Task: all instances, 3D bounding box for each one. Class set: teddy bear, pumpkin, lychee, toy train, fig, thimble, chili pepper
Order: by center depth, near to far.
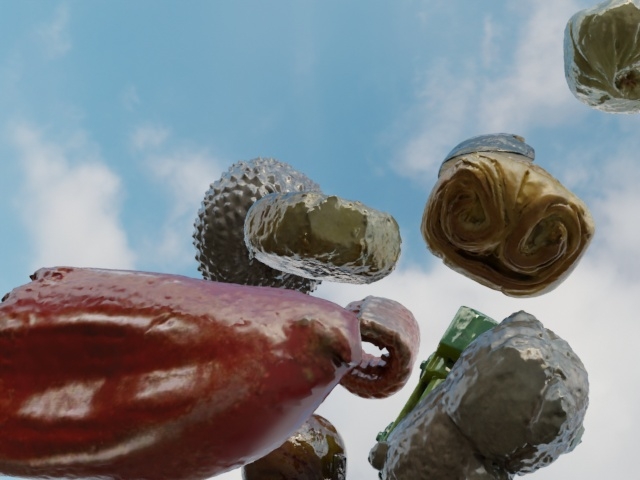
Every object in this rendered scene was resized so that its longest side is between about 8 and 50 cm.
[{"bbox_3d":[-0.097,0.086,0.398,0.252,0.144,0.136,-5,-71,26],"label":"chili pepper"},{"bbox_3d":[0.176,0.205,0.696,0.151,0.236,0.267,34,-67,-15],"label":"teddy bear"},{"bbox_3d":[0.235,0.334,1.306,0.150,0.369,0.237,28,-31,18],"label":"toy train"},{"bbox_3d":[-0.048,0.475,1.323,0.214,0.235,0.235,50,-50,48],"label":"fig"},{"bbox_3d":[0.321,-0.181,1.370,0.149,0.130,0.254,21,-29,-18],"label":"pumpkin"},{"bbox_3d":[0.130,0.262,1.582,0.239,0.162,0.239,8,-64,17],"label":"thimble"},{"bbox_3d":[-0.142,-0.025,1.637,0.380,0.432,0.380,-7,-63,-13],"label":"lychee"}]

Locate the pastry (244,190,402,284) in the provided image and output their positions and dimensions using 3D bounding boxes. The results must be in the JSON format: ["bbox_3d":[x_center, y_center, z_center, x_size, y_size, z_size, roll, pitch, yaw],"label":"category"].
[{"bbox_3d":[0.000,0.000,0.787,0.192,0.182,0.093,3,-103,44],"label":"pastry"}]

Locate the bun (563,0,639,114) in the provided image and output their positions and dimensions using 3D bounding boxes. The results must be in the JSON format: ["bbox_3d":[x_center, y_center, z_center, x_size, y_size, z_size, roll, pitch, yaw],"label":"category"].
[{"bbox_3d":[0.533,-0.310,1.126,0.244,0.244,0.153,-8,-124,32],"label":"bun"}]

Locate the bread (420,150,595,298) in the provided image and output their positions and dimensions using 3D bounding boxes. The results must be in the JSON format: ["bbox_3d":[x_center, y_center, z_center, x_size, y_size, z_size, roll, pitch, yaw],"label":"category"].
[{"bbox_3d":[0.271,-0.021,0.953,0.236,0.120,0.198,28,-57,8],"label":"bread"}]
